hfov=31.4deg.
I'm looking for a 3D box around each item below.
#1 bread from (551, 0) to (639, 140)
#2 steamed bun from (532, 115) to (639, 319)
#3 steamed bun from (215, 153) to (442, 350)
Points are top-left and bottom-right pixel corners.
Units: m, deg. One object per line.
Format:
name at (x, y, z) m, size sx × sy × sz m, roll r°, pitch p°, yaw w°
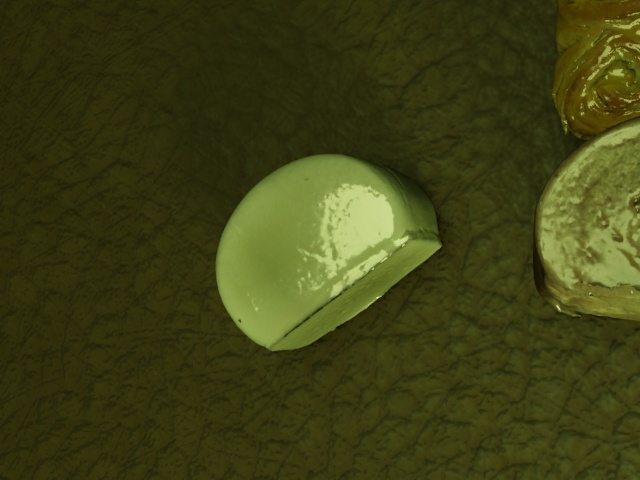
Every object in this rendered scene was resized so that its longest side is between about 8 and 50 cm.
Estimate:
bread at (0.340, -0.203, 1.170) m, size 0.198 × 0.120 × 0.236 m, roll 2°, pitch 84°, yaw 26°
steamed bun at (0.349, -0.021, 1.066) m, size 0.301 × 0.251 × 0.199 m, roll 3°, pitch 84°, yaw 17°
steamed bun at (0.000, 0.000, 1.279) m, size 0.242 × 0.146 × 0.164 m, roll -39°, pitch 71°, yaw 16°
